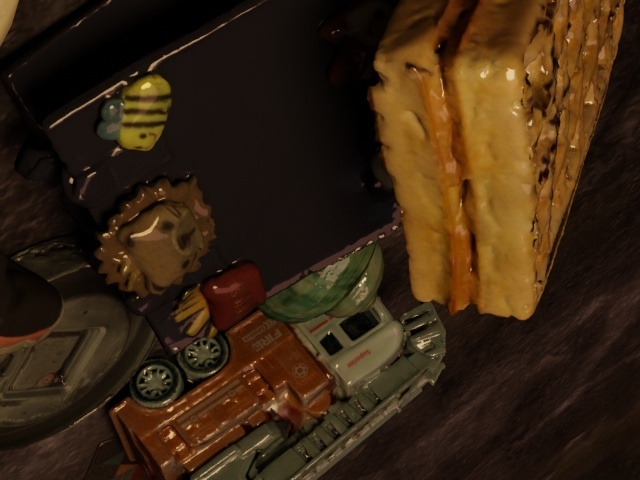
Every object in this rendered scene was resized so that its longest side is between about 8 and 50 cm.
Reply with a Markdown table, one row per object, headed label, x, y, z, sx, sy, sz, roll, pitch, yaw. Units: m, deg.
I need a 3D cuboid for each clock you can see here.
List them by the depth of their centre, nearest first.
| label | x | y | z | sx | sy | sz | roll | pitch | yaw |
| --- | --- | --- | --- | --- | --- | --- | --- | --- | --- |
| clock | -0.240 | 0.091 | 1.177 | 0.226 | 0.049 | 0.226 | -30 | 148 | -21 |

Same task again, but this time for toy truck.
| label | x | y | z | sx | sy | sz | roll | pitch | yaw |
| --- | --- | --- | --- | --- | --- | --- | --- | --- | --- |
| toy truck | -0.027 | 0.155 | 1.383 | 0.338 | 0.184 | 0.133 | -33 | 151 | -16 |

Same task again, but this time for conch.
| label | x | y | z | sx | sy | sz | roll | pitch | yaw |
| --- | --- | --- | --- | --- | --- | --- | --- | --- | --- |
| conch | 0.002 | -0.001 | 1.279 | 0.176 | 0.121 | 0.188 | -57 | 162 | -25 |

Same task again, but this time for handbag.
| label | x | y | z | sx | sy | sz | roll | pitch | yaw |
| --- | --- | --- | --- | --- | --- | --- | --- | --- | --- |
| handbag | -0.055 | -0.081 | 1.048 | 0.329 | 0.122 | 0.303 | -34 | 141 | -12 |

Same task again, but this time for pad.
| label | x | y | z | sx | sy | sz | roll | pitch | yaw |
| --- | --- | --- | --- | --- | --- | --- | --- | --- | --- |
| pad | -0.177 | 0.244 | 1.510 | 0.211 | 0.003 | 0.143 | -13 | 141 | -42 |

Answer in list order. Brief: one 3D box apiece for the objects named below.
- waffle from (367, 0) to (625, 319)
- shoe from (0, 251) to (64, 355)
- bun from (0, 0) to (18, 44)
| label | x | y | z | sx | sy | sz | roll | pitch | yaw |
| --- | --- | --- | --- | --- | --- | --- | --- | --- | --- |
| waffle | 0.149 | -0.150 | 1.036 | 0.261 | 0.114 | 0.376 | 80 | 26 | -46 |
| shoe | -0.279 | -0.009 | 0.934 | 0.137 | 0.114 | 0.291 | -52 | 147 | 7 |
| bun | -0.295 | -0.135 | 0.618 | 0.360 | 0.211 | 0.360 | -46 | 170 | -11 |
